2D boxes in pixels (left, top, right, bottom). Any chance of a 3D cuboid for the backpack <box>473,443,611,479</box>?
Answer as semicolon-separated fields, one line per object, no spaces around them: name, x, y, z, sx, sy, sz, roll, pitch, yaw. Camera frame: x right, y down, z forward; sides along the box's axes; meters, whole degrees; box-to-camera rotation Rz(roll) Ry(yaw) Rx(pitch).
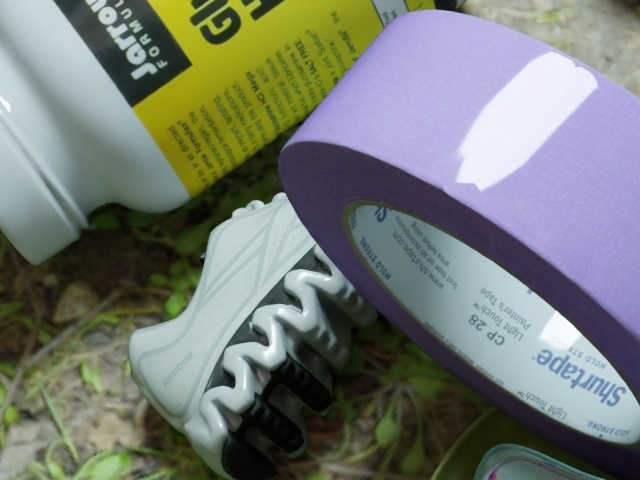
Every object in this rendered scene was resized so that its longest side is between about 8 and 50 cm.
backpack;0.120;0.208;0.915;0.166;0.144;0.188;21;75;16

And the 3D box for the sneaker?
sneaker;0.000;0.000;1.114;0.118;0.110;0.292;32;75;35

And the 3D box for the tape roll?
tape roll;0.112;0.011;0.935;0.275;0.275;0.090;32;75;25

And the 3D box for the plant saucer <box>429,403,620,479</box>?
plant saucer;0.168;0.183;1.015;0.241;0.037;0.241;-6;63;11

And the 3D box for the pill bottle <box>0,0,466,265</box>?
pill bottle;-0.081;-0.137;1.148;0.334;0.188;0.188;-37;62;-5
